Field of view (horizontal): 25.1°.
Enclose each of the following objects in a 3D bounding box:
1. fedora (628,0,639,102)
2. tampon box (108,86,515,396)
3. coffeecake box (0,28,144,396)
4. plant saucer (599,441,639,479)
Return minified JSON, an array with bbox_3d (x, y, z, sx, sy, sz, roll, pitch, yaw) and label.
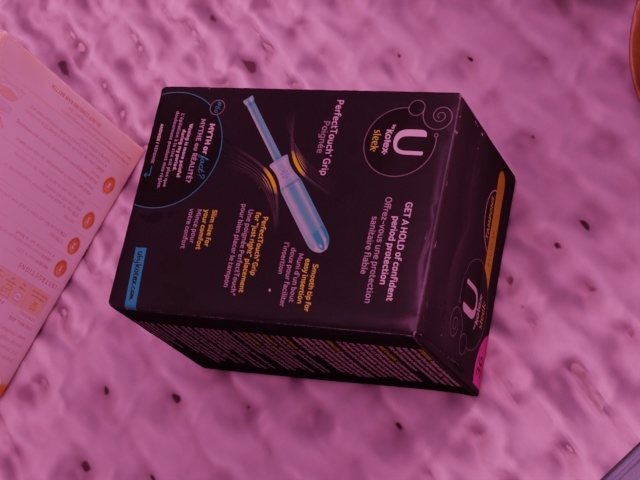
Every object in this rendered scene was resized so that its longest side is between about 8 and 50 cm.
[{"bbox_3d":[0.233,-0.109,0.663,0.194,0.079,0.194,-10,64,21],"label":"fedora"},{"bbox_3d":[0.000,0.000,0.708,0.161,0.101,0.120,4,71,25],"label":"tampon box"},{"bbox_3d":[-0.198,-0.010,0.779,0.068,0.142,0.185,23,79,31],"label":"coffeecake box"},{"bbox_3d":[0.205,0.069,0.635,0.192,0.018,0.067,-44,58,1],"label":"plant saucer"}]
